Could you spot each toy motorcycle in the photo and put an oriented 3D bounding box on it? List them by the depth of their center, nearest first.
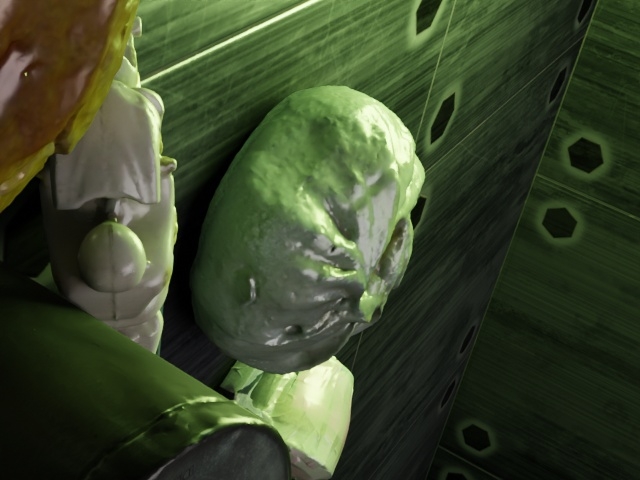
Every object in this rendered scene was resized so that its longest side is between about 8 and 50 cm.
[{"bbox_3d":[-0.159,-0.022,0.821,0.222,0.108,0.340,-106,-164,-45],"label":"toy motorcycle"}]

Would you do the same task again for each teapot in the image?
[{"bbox_3d":[-0.055,0.222,1.529,0.163,0.222,0.178,-20,-140,57],"label":"teapot"}]

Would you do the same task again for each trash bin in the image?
[{"bbox_3d":[-0.196,0.138,0.695,0.203,0.302,0.252,-36,141,-39],"label":"trash bin"}]

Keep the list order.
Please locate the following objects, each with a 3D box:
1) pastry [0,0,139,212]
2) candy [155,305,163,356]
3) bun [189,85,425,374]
[{"bbox_3d":[-0.223,-0.134,0.549,0.356,0.164,0.356,-51,162,-23],"label":"pastry"},{"bbox_3d":[-0.184,0.138,1.192,0.061,0.061,0.202,-34,137,-56],"label":"candy"},{"bbox_3d":[0.002,0.001,1.258,0.354,0.194,0.354,-49,156,-31],"label":"bun"}]
